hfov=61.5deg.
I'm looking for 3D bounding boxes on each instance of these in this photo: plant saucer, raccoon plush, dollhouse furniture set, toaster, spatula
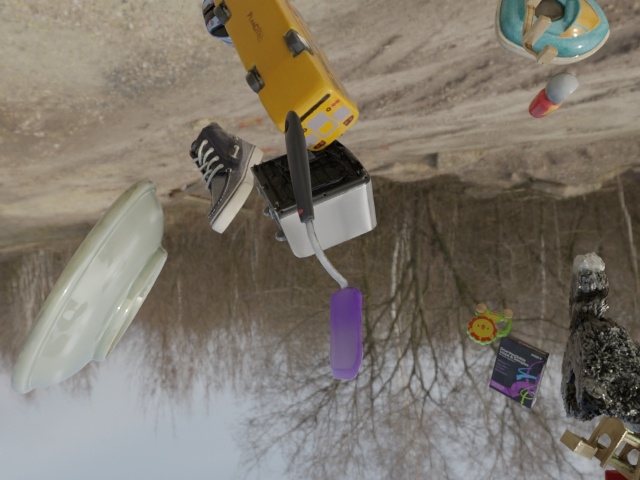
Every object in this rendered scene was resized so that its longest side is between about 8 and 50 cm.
[{"bbox_3d":[-0.356,0.089,0.915,0.100,0.400,0.400,31,172,-10],"label":"plant saucer"},{"bbox_3d":[0.731,0.259,1.213,0.299,0.446,0.216,6,180,12],"label":"raccoon plush"},{"bbox_3d":[0.609,0.425,1.056,0.182,0.101,0.161,29,-176,-22],"label":"dollhouse furniture set"},{"bbox_3d":[-0.006,-0.080,0.885,0.186,0.110,0.168,-23,-140,-9],"label":"toaster"},{"bbox_3d":[0.000,0.000,0.579,0.030,0.296,0.084,-13,174,-23],"label":"spatula"}]

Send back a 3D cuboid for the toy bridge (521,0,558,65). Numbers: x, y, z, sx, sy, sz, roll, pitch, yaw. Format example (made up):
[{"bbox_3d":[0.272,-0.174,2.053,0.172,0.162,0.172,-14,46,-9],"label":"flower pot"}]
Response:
[{"bbox_3d":[0.426,-0.415,1.066,0.026,0.188,0.063,11,149,-13],"label":"toy bridge"}]

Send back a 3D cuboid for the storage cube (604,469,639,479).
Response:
[{"bbox_3d":[0.715,0.610,1.115,0.193,0.183,0.215,-15,-165,32],"label":"storage cube"}]

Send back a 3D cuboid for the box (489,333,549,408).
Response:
[{"bbox_3d":[0.494,0.326,1.347,0.116,0.162,0.029,24,-150,38],"label":"box"}]

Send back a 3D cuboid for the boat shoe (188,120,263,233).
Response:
[{"bbox_3d":[-0.239,-0.153,1.227,0.158,0.127,0.340,33,-153,-16],"label":"boat shoe"}]

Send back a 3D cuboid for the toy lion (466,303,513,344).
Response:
[{"bbox_3d":[0.404,0.205,1.291,0.100,0.096,0.034,10,153,13],"label":"toy lion"}]

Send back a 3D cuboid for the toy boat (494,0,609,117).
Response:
[{"bbox_3d":[0.530,-0.442,1.217,0.267,0.318,0.148,6,170,-3],"label":"toy boat"}]

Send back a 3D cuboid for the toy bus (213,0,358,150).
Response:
[{"bbox_3d":[-0.065,-0.314,0.897,0.108,0.332,0.130,-38,149,22],"label":"toy bus"}]

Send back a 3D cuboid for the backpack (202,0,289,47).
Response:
[{"bbox_3d":[-0.146,-0.462,1.105,0.173,0.158,0.117,-21,159,6],"label":"backpack"}]
